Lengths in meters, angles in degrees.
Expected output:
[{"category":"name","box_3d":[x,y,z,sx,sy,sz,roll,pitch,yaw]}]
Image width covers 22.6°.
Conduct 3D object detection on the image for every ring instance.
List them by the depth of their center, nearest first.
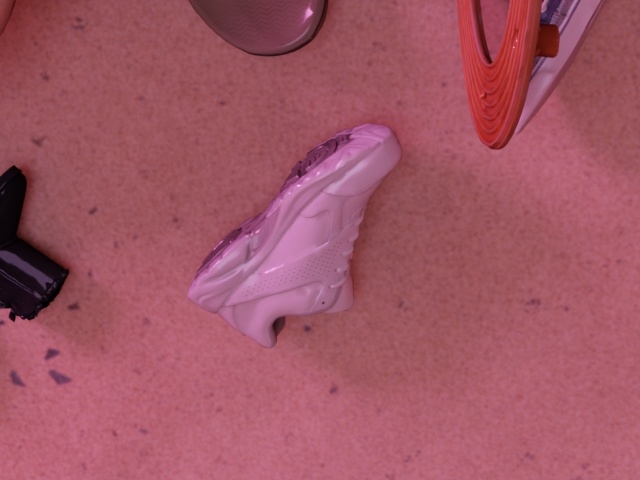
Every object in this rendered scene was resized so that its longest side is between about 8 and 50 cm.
[{"category":"ring","box_3d":[0.130,-0.231,1.104,0.032,0.336,0.337,0,106,-4]}]

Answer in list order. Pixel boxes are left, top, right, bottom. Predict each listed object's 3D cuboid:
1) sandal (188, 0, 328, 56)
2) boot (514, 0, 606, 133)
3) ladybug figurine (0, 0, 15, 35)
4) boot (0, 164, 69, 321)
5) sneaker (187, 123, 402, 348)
[{"category":"sandal","box_3d":[-0.088,-0.285,1.255,0.120,0.086,0.303,-18,101,15]},{"category":"boot","box_3d":[0.170,-0.183,1.251,0.086,0.069,0.190,31,101,9]},{"category":"ladybug figurine","box_3d":[-0.433,-0.252,1.292,0.449,0.162,0.305,14,107,8]},{"category":"boot","box_3d":[-0.262,0.006,1.394,0.099,0.045,0.121,39,116,1]},{"category":"sneaker","box_3d":[0.000,0.000,1.329,0.115,0.090,0.232,42,118,-9]}]
